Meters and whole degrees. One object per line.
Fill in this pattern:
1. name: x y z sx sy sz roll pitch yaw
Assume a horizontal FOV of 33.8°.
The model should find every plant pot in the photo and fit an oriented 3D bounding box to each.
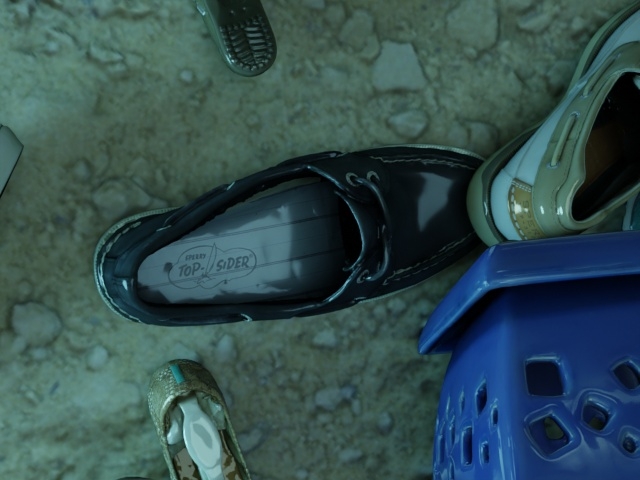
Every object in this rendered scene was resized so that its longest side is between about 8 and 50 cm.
1. plant pot: 0.203 0.118 0.791 0.236 0.236 0.212 -6 71 -10

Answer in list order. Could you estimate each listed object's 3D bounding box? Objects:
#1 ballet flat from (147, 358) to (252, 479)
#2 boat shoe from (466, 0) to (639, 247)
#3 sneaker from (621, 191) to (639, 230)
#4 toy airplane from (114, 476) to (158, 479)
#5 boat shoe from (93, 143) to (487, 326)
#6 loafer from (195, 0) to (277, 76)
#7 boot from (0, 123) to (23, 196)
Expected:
1. ballet flat: -0.084 0.194 0.821 0.073 0.067 0.206 -24 99 -12
2. boat shoe: 0.249 -0.098 0.837 0.302 0.103 0.113 -47 112 -21
3. sneaker: 0.391 -0.021 0.899 0.275 0.110 0.107 -2 94 -13
4. toy airplane: -0.067 0.407 0.735 0.386 0.272 0.384 29 86 -13
5. boat shoe: -0.001 -0.004 0.804 0.340 0.113 0.127 -7 94 -13
6. loafer: -0.074 -0.191 0.809 0.056 0.050 0.148 -10 81 -16
7. boot: -0.340 -0.016 0.739 0.176 0.088 0.244 37 88 -12
